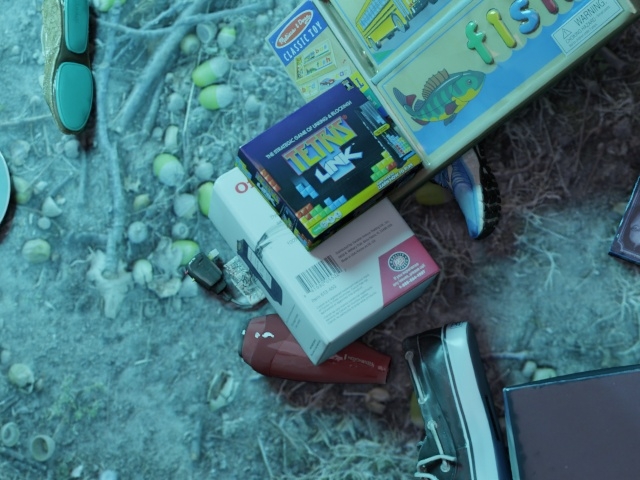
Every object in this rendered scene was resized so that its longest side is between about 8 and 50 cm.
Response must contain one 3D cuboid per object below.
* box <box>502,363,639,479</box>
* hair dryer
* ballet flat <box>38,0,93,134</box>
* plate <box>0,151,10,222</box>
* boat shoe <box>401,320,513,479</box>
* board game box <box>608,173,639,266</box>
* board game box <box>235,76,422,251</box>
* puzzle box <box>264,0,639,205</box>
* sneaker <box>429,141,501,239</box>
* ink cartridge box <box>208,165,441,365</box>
[{"bbox_3d":[0.307,0.288,1.234,0.182,0.296,0.294,-9,81,10],"label":"box"},{"bbox_3d":[-0.018,0.070,1.432,0.223,0.080,0.293,-39,78,4],"label":"hair dryer"},{"bbox_3d":[-0.348,-0.240,1.548,0.067,0.073,0.206,-6,79,38],"label":"ballet flat"},{"bbox_3d":[-0.509,-0.067,1.572,0.188,0.024,0.188,-1,82,11],"label":"plate"},{"bbox_3d":[0.161,0.253,1.361,0.105,0.113,0.306,-16,78,15],"label":"boat shoe"},{"bbox_3d":[0.488,-0.016,1.361,0.243,0.042,0.165,21,88,13],"label":"board game box"},{"bbox_3d":[0.010,-0.091,1.338,0.170,0.048,0.141,-36,79,-22],"label":"board game box"},{"bbox_3d":[0.142,-0.253,1.338,0.409,0.052,0.272,-39,80,35],"label":"puzzle box"},{"bbox_3d":[0.175,-0.076,1.431,0.073,0.063,0.162,-20,76,27],"label":"sneaker"},{"bbox_3d":[0.000,0.000,1.380,0.172,0.100,0.237,-32,77,-21],"label":"ink cartridge box"}]
